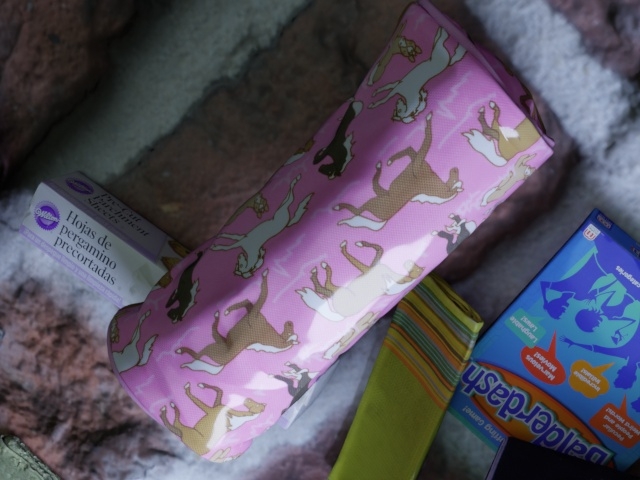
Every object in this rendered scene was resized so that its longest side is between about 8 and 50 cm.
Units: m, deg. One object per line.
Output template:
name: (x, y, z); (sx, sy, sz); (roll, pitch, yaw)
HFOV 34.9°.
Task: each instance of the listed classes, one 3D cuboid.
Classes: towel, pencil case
towel: (0.069, 0.144, 0.889); (0.102, 0.021, 0.237); (48, 125, 52)
towel: (-0.312, 0.289, 1.107); (0.148, 0.027, 0.110); (39, 115, 7)
pencil case: (0.000, 0.000, 0.798); (0.160, 0.167, 0.386); (45, 100, 4)

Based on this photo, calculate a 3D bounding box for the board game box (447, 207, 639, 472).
board game box: (0.217, 0.104, 0.838); (0.160, 0.047, 0.210); (40, 115, 8)

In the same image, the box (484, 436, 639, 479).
box: (0.260, 0.369, 0.788); (0.343, 0.179, 0.312); (16, 119, 17)

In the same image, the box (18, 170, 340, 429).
box: (-0.134, 0.051, 0.955); (0.324, 0.067, 0.063); (35, 112, 11)
